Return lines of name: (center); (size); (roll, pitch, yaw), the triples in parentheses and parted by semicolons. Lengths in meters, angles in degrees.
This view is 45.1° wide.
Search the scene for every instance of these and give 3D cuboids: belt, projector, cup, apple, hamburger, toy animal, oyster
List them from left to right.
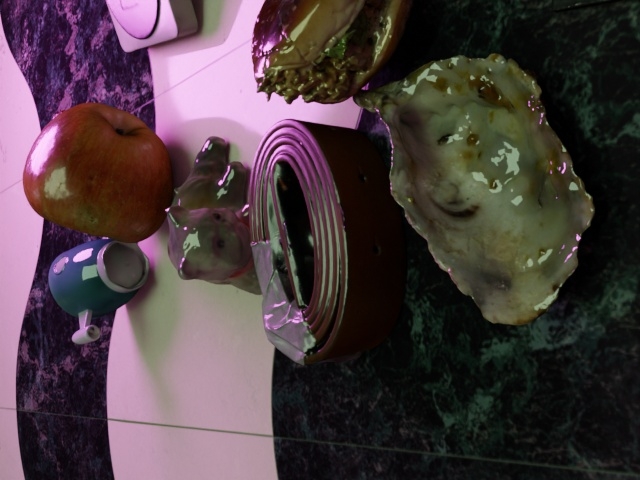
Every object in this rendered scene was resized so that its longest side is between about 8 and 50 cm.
apple: (-0.418, -0.135, 1.476); (0.309, 0.277, 0.250); (19, 88, 34)
cup: (-0.447, 0.069, 1.600); (0.173, 0.167, 0.300); (-21, 52, 42)
projector: (-0.344, -0.511, 1.489); (0.257, 0.079, 0.259); (6, 118, 52)
toy animal: (-0.192, -0.043, 1.274); (0.266, 0.188, 0.308); (-33, 68, 56)
belt: (0.000, 0.000, 1.072); (0.217, 0.122, 0.339); (-22, 73, 48)
hamburger: (0.003, -0.293, 1.013); (0.243, 0.146, 0.286); (4, 70, 60)
oyster: (0.182, -0.102, 0.881); (0.204, 0.111, 0.396); (-41, 56, 23)

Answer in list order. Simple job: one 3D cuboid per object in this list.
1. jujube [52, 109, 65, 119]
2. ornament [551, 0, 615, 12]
jujube: (-0.637, -0.259, 1.906); (0.077, 0.077, 0.129); (38, 108, 45)
ornament: (0.240, -0.316, 0.715); (0.166, 0.196, 0.153); (5, 94, 50)
